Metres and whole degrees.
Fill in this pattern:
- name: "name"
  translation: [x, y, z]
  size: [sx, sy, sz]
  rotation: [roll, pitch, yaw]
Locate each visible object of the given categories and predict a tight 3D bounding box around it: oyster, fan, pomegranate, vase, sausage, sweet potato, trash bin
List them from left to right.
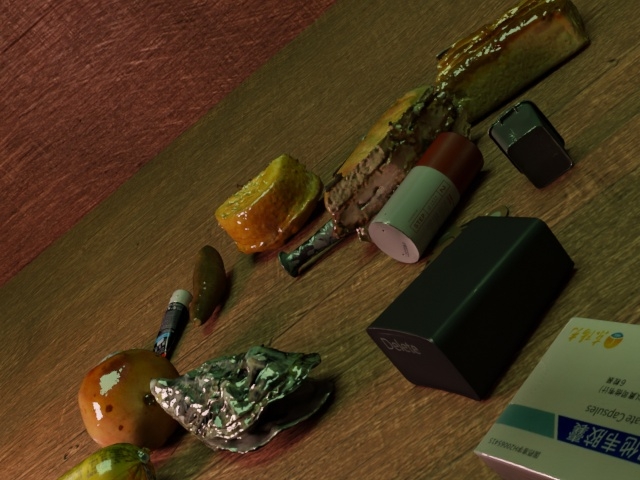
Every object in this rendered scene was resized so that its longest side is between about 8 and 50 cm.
- name: "sausage"
  translation: [-0.401, 0.443, 1.762]
  size: [0.347, 0.123, 0.123]
  rotation: [-37, 21, 19]
- name: "pomegranate"
  translation: [-0.326, 0.282, 1.878]
  size: [0.191, 0.191, 0.191]
  rotation: [-37, 21, 17]
- name: "sweet potato"
  translation: [-0.229, 0.104, 2.208]
  size: [0.077, 0.077, 0.244]
  rotation: [-35, 31, 21]
- name: "oyster"
  translation: [-0.134, 0.241, 1.658]
  size: [0.351, 0.158, 0.162]
  rotation: [-5, 6, 40]
- name: "vase"
  translation: [0.000, 0.000, 1.990]
  size: [0.167, 0.059, 0.059]
  rotation: [-37, 21, 17]
- name: "fan"
  translation: [0.202, 0.035, 1.613]
  size: [0.152, 0.008, 0.227]
  rotation: [-25, 26, 40]
- name: "trash bin"
  translation: [0.197, 0.077, 1.388]
  size: [0.225, 0.115, 0.165]
  rotation: [-48, 21, -18]

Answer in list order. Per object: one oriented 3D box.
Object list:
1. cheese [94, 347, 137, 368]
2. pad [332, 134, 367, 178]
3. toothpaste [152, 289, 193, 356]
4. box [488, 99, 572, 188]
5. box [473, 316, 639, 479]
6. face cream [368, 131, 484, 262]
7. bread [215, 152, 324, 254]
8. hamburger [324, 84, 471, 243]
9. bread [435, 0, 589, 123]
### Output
- name: "cheese"
  translation: [-0.418, 0.280, 2.206]
  size: [0.156, 0.064, 0.250]
  rotation: [-54, 20, -23]
- name: "pad"
  translation: [0.059, -0.109, 1.986]
  size: [0.113, 0.006, 0.188]
  rotation: [-50, -22, -21]
- name: "toothpaste"
  translation: [-0.316, 0.187, 2.241]
  size: [0.071, 0.045, 0.193]
  rotation: [-38, 25, 39]
- name: "box"
  translation: [0.316, -0.139, 1.598]
  size: [0.084, 0.122, 0.069]
  rotation: [-39, 32, 14]
- name: "box"
  translation: [0.316, 0.176, 1.029]
  size: [0.200, 0.065, 0.343]
  rotation: [-49, 21, -17]
- name: "face cream"
  translation: [0.174, -0.072, 1.751]
  size: [0.214, 0.096, 0.096]
  rotation: [-52, 22, -25]
- name: "bread"
  translation: [-0.109, -0.061, 2.193]
  size: [0.229, 0.143, 0.139]
  rotation: [-39, 19, 17]
- name: "hamburger"
  translation: [0.133, -0.138, 1.879]
  size: [0.282, 0.155, 0.245]
  rotation: [-40, 16, 22]
- name: "bread"
  translation: [0.345, -0.351, 1.970]
  size: [0.274, 0.114, 0.185]
  rotation: [-32, 23, 23]
